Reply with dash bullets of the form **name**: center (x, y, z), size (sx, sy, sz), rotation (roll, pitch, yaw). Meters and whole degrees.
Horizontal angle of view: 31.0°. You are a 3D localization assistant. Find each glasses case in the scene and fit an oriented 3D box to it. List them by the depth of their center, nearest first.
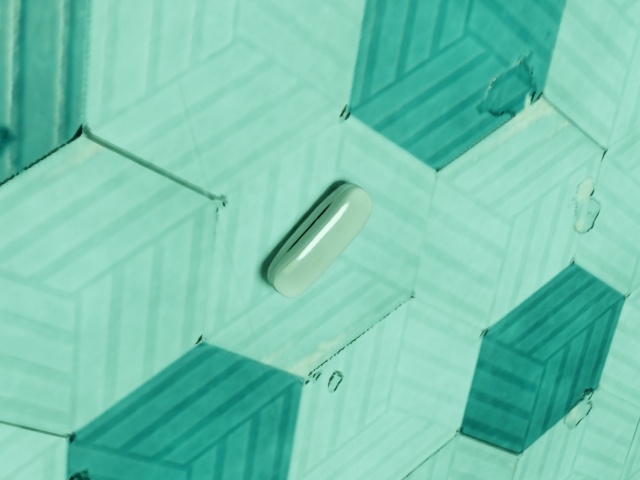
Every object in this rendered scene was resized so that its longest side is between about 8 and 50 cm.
- **glasses case**: center (0.000, 0.000, 0.715), size (0.083, 0.021, 0.032), rotation (-49, 140, -4)
